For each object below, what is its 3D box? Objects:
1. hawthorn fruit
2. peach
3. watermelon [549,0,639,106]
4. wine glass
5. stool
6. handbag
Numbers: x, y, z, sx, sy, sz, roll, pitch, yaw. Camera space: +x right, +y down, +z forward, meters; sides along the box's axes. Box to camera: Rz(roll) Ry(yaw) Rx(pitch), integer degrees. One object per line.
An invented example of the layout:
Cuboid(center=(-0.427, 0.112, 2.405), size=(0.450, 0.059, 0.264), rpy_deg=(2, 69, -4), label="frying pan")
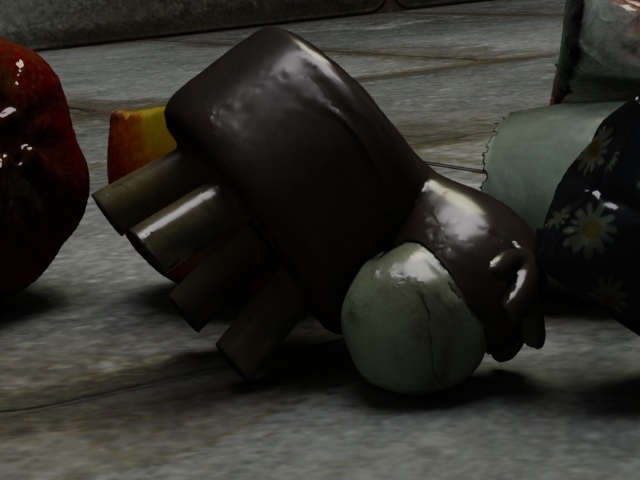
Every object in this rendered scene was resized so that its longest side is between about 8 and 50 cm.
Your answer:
Cuboid(center=(-0.211, -0.031, 0.880), size=(0.157, 0.157, 0.194), rpy_deg=(-11, -5, -31), label="hawthorn fruit")
Cuboid(center=(-0.043, -0.027, 0.837), size=(0.151, 0.118, 0.151), rpy_deg=(35, 7, -5), label="peach")
Cuboid(center=(0.209, -0.094, 0.834), size=(0.290, 0.319, 0.214), rpy_deg=(37, 45, 20), label="watermelon")
Cuboid(center=(0.265, 0.002, 0.796), size=(0.310, 0.096, 0.264), rpy_deg=(1, -11, 31), label="wine glass")
Cuboid(center=(0.000, 0.000, 0.689), size=(0.121, 0.125, 0.217), rpy_deg=(-40, 57, -10), label="stool")
Cuboid(center=(0.137, 0.011, 0.659), size=(0.115, 0.072, 0.139), rpy_deg=(32, -5, 2), label="handbag")
